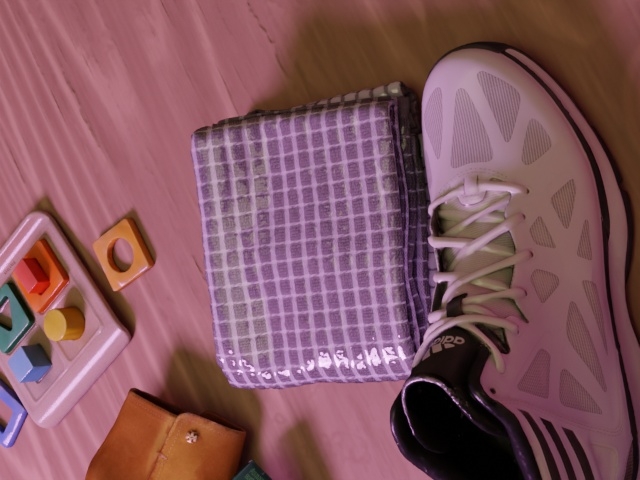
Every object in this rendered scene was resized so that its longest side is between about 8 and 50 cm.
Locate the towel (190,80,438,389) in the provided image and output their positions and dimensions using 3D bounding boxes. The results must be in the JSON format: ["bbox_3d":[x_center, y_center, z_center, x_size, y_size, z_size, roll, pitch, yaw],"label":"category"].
[{"bbox_3d":[0.000,0.000,1.470,0.235,0.121,0.283,-7,90,33],"label":"towel"}]

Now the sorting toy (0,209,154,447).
[{"bbox_3d":[-0.325,0.091,1.734,0.347,0.047,0.196,-48,69,26],"label":"sorting toy"}]

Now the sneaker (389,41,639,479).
[{"bbox_3d":[0.154,0.038,1.291,0.169,0.257,0.447,-21,83,33],"label":"sneaker"}]

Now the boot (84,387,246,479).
[{"bbox_3d":[-0.120,0.298,1.592,0.295,0.104,0.211,28,95,15],"label":"boot"}]

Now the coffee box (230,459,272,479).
[{"bbox_3d":[-0.095,0.327,1.530,0.113,0.040,0.184,46,76,1],"label":"coffee box"}]
